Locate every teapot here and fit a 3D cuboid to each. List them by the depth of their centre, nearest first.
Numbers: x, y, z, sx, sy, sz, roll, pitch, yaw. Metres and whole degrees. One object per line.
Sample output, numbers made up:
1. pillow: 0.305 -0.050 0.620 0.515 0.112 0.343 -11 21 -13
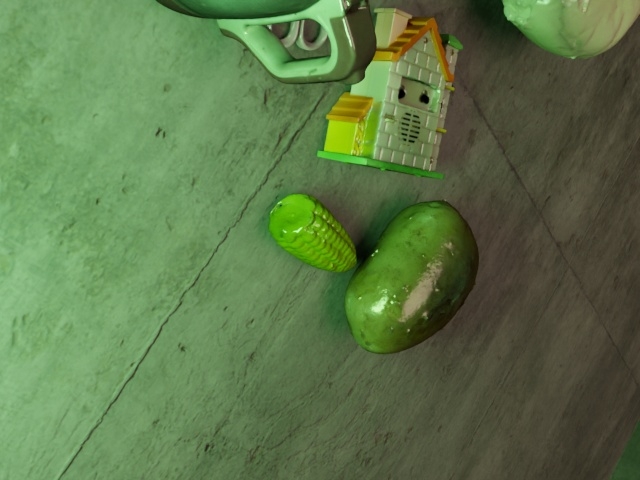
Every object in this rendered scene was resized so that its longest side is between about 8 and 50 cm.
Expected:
1. teapot: -0.053 -0.332 0.890 0.233 0.312 0.314 -33 126 -30

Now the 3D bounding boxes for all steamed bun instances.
1. steamed bun: 0.457 -0.510 1.393 0.312 0.233 0.333 22 98 -49

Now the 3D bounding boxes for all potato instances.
1. potato: 0.164 0.070 1.364 0.307 0.173 0.210 -46 135 -20

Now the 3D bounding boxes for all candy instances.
1. candy: 0.000 0.000 1.237 0.209 0.097 0.096 39 77 -51

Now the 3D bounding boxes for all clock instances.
1. clock: 0.127 -0.241 1.265 0.220 0.106 0.255 5 97 -47

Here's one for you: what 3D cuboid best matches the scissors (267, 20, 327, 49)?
1. scissors: -0.023 -0.399 1.097 0.118 0.031 0.242 -10 116 -43
